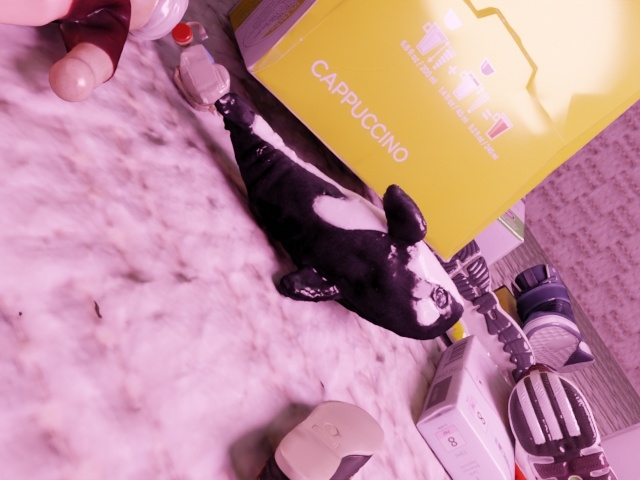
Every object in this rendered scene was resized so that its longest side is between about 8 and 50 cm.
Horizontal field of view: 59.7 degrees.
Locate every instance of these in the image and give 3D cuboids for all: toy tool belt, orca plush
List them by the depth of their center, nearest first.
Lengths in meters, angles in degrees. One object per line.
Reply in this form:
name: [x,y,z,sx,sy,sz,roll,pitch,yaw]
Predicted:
orca plush: [0.000,0.000,0.481,0.287,0.151,0.102,51,54,-17]
toy tool belt: [-0.118,-0.164,0.544,0.083,0.052,0.051,62,-8,7]

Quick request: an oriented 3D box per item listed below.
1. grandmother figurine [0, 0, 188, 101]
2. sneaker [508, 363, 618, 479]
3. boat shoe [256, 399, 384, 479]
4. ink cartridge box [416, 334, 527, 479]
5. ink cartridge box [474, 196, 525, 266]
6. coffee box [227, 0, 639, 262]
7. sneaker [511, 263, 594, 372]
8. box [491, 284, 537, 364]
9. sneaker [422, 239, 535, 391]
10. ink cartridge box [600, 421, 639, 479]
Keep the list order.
grandmother figurine: [-0.195,-0.192,0.369,0.342,0.104,0.208,-42,125,-70]
sneaker: [0.295,0.271,0.637,0.162,0.106,0.281,-9,84,-71]
boat shoe: [0.002,0.141,0.369,0.049,0.042,0.133,36,15,22]
ink cartridge box: [0.204,0.240,0.613,0.232,0.066,0.189,53,23,3]
ink cartridge box: [0.246,-0.078,0.908,0.160,0.092,0.219,42,34,-5]
coffee box: [0.126,-0.250,0.683,0.337,0.338,0.334,40,15,-30]
sneaker: [0.335,0.102,0.850,0.226,0.086,0.163,35,36,-50]
box: [0.312,0.161,0.926,0.087,0.058,0.232,52,22,-7]
sneaker: [0.195,0.087,0.782,0.110,0.107,0.275,44,22,-76]
ink cartridge box: [0.454,0.393,0.709,0.270,0.197,0.198,43,26,-28]
